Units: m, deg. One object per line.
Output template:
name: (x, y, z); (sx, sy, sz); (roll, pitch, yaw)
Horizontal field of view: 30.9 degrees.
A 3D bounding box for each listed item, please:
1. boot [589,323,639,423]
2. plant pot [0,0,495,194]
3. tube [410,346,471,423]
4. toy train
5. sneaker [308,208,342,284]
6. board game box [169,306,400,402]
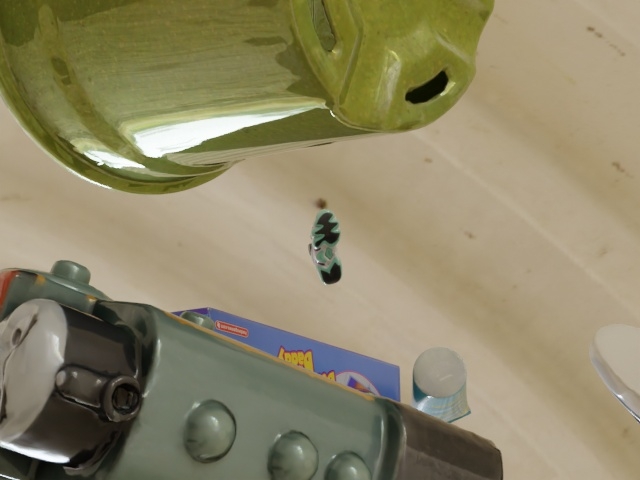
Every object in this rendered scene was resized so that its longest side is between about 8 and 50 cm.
boot: (0.244, 0.142, 0.778); (0.190, 0.069, 0.086); (48, -39, 41)
plant pot: (-0.038, -0.161, 0.751); (0.254, 0.276, 0.276); (5, -78, 46)
tube: (0.125, 0.169, 1.223); (0.207, 0.080, 0.052); (77, -5, -66)
toy train: (-0.057, 0.109, 0.631); (0.190, 0.334, 0.142); (-3, -115, 52)
sneaker: (0.000, 0.000, 1.431); (0.069, 0.038, 0.098); (-127, -147, -64)
board game box: (-0.034, 0.210, 1.078); (0.078, 0.347, 0.233); (-10, -109, 29)
